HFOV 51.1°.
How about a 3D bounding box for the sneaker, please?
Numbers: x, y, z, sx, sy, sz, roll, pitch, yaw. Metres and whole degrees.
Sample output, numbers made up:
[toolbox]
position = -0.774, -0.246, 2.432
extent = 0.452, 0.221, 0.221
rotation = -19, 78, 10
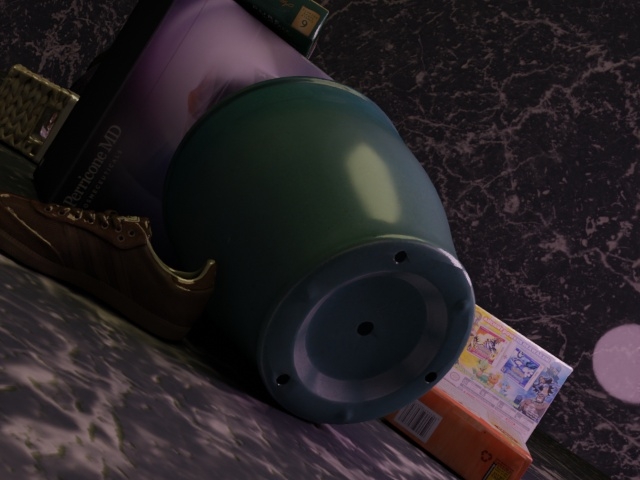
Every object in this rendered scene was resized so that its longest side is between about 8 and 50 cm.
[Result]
[sneaker]
position = -0.166, 0.001, 0.505
extent = 0.188, 0.071, 0.066
rotation = 34, 0, -20

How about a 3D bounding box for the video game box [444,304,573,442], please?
[video game box]
position = 0.272, 0.228, 1.096
extent = 0.205, 0.187, 0.048
rotation = 34, 0, 4

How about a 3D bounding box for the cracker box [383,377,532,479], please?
[cracker box]
position = 0.172, 0.231, 0.833
extent = 0.156, 0.067, 0.232
rotation = 35, 1, 16

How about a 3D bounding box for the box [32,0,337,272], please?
[box]
position = -0.136, -0.111, 0.816
extent = 0.294, 0.296, 0.183
rotation = 31, 1, -31

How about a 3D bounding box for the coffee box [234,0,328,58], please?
[coffee box]
position = -0.053, -0.260, 0.790
extent = 0.113, 0.040, 0.184
rotation = 32, 0, -5

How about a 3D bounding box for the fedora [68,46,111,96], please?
[fedora]
position = -0.372, -0.287, 1.318
extent = 0.334, 0.334, 0.152
rotation = 34, 29, -59

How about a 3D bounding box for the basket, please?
[basket]
position = -0.430, -0.191, 0.995
extent = 0.103, 0.113, 0.167
rotation = 29, 2, -26

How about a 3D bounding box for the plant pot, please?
[plant pot]
position = 0.006, 0.017, 0.620
extent = 0.272, 0.271, 0.255
rotation = 34, 14, -33
